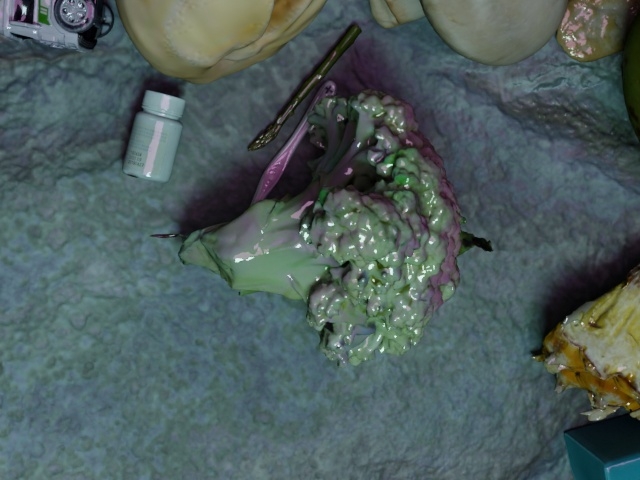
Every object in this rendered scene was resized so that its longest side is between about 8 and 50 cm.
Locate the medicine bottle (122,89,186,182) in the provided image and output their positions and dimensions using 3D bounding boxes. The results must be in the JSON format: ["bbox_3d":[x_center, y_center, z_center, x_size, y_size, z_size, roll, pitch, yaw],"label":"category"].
[{"bbox_3d":[-0.157,-0.099,1.270,0.047,0.047,0.083,14,92,-11],"label":"medicine bottle"}]

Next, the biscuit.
[{"bbox_3d":[0.306,-0.230,1.355,0.147,0.018,0.071,-21,102,-9],"label":"biscuit"}]

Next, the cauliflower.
[{"bbox_3d":[0.000,0.000,1.237,0.315,0.239,0.256,-9,128,-2],"label":"cauliflower"}]

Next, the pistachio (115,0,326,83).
[{"bbox_3d":[-0.087,-0.285,1.178,0.230,0.230,0.308,0,111,-10],"label":"pistachio"}]

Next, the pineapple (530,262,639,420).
[{"bbox_3d":[0.337,0.099,1.336,0.237,0.114,0.186,6,73,0],"label":"pineapple"}]

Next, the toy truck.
[{"bbox_3d":[-0.246,-0.282,1.210,0.116,0.110,0.216,5,96,2],"label":"toy truck"}]

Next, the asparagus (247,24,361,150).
[{"bbox_3d":[-0.014,-0.146,1.306,0.016,0.016,0.163,40,88,-25],"label":"asparagus"}]

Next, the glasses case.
[{"bbox_3d":[0.414,0.202,1.371,0.301,0.117,0.070,-13,100,-8],"label":"glasses case"}]

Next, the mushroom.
[{"bbox_3d":[0.130,-0.257,1.253,0.204,0.204,0.204,-1,96,-10],"label":"mushroom"}]

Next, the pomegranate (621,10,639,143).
[{"bbox_3d":[0.438,-0.157,1.288,0.286,0.231,0.230,-5,97,-13],"label":"pomegranate"}]

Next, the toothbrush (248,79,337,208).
[{"bbox_3d":[-0.042,-0.070,1.307,0.017,0.022,0.204,34,89,-22],"label":"toothbrush"}]
